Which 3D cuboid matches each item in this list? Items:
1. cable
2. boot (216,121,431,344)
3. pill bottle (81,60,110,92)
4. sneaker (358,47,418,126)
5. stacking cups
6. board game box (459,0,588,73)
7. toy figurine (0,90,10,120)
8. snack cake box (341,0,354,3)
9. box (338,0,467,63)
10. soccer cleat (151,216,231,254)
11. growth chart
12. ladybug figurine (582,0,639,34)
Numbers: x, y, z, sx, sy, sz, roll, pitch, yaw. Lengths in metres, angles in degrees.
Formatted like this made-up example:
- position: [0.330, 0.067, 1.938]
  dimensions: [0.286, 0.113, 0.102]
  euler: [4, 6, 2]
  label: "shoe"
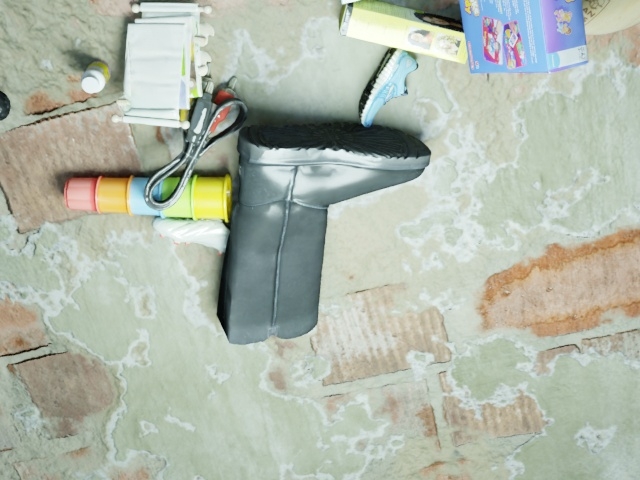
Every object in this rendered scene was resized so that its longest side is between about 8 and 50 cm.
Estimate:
- position: [-0.233, -0.185, 1.819]
  dimensions: [0.140, 0.072, 0.287]
  euler: [18, 105, -21]
  label: "cable"
- position: [-0.002, 0.000, 1.887]
  dimensions: [0.367, 0.146, 0.445]
  euler: [2, 120, -10]
  label: "boot"
- position: [-0.411, -0.296, 1.775]
  dimensions: [0.043, 0.083, 0.043]
  euler: [0, 117, 1]
  label: "pill bottle"
- position: [0.126, -0.274, 1.795]
  dimensions: [0.073, 0.063, 0.162]
  euler: [25, 115, -15]
  label: "sneaker"
- position: [-0.332, -0.081, 1.877]
  dimensions: [0.316, 0.096, 0.096]
  euler: [0, 117, 0]
  label: "stacking cups"
- position: [0.308, -0.447, 1.566]
  dimensions: [0.078, 0.233, 0.347]
  euler: [-16, 105, -21]
  label: "board game box"
- position: [-0.658, -0.266, 1.724]
  dimensions: [0.148, 0.209, 0.213]
  euler: [-13, 117, 1]
  label: "toy figurine"
- position: [0.076, -0.549, 1.632]
  dimensions: [0.152, 0.089, 0.264]
  euler: [-12, 119, 6]
  label: "snack cake box"
- position: [0.150, -0.377, 1.730]
  dimensions: [0.232, 0.087, 0.058]
  euler: [11, 118, -6]
  label: "box"
- position: [-0.234, -0.023, 1.928]
  dimensions: [0.196, 0.068, 0.076]
  euler: [17, 111, -16]
  label: "soccer cleat"
- position: [-0.281, -0.315, 1.751]
  dimensions: [0.172, 0.021, 0.237]
  euler: [12, 99, 8]
  label: "growth chart"
- position: [0.514, -0.542, 1.587]
  dimensions: [0.305, 0.162, 0.449]
  euler: [27, 117, -22]
  label: "ladybug figurine"
